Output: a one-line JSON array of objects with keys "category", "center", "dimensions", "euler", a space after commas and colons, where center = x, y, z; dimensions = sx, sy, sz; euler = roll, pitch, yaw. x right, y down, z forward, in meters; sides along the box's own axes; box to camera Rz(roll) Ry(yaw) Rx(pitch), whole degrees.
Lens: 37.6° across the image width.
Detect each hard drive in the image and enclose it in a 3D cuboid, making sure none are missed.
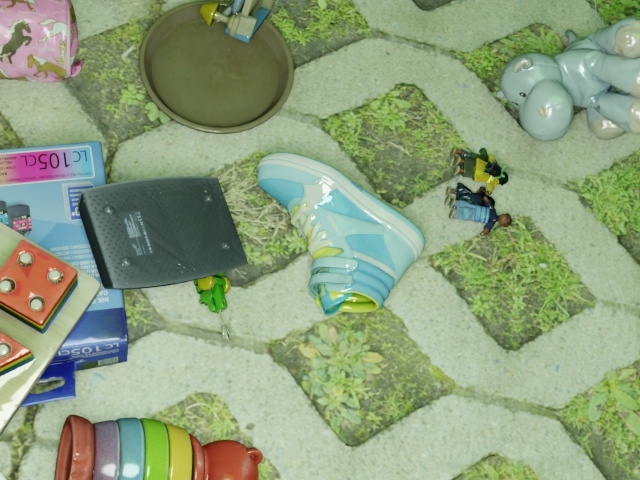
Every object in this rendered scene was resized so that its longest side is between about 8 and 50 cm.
[{"category": "hard drive", "center": [-0.242, -0.010, 1.443], "dimensions": [0.255, 0.054, 0.172], "euler": [-10, 75, -45]}]

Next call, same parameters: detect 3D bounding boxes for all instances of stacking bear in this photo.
[{"category": "stacking bear", "center": [-0.229, 0.341, 1.365], "dimensions": [0.289, 0.175, 0.164], "euler": [9, 24, -20]}]

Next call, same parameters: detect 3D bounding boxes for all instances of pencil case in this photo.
[{"category": "pencil case", "center": [-0.594, -0.342, 1.555], "dimensions": [0.386, 0.167, 0.160], "euler": [-4, 65, -13]}]

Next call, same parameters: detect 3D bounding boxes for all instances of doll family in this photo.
[{"category": "doll family", "center": [0.289, -0.091, 1.693], "dimensions": [0.111, 0.076, 0.193], "euler": [15, 71, -10]}]

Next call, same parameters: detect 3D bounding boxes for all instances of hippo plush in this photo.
[{"category": "hippo plush", "center": [0.461, -0.309, 1.724], "dimensions": [0.237, 0.234, 0.294], "euler": [-13, 72, -17]}]

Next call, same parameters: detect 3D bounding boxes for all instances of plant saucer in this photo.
[{"category": "plant saucer", "center": [-0.187, -0.309, 1.696], "dimensions": [0.278, 0.041, 0.277], "euler": [4, 68, -9]}]

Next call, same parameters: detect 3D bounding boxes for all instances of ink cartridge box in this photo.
[{"category": "ink cartridge box", "center": [-0.443, 0.063, 1.436], "dimensions": [0.270, 0.151, 0.395], "euler": [-8, 72, -14]}]

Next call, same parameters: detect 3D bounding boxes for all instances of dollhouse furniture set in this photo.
[{"category": "dollhouse furniture set", "center": [-0.139, -0.553, 1.642], "dimensions": [0.198, 0.286, 0.303], "euler": [24, 41, -2]}]

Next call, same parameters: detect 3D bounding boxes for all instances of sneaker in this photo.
[{"category": "sneaker", "center": [0.000, 0.000, 1.564], "dimensions": [0.319, 0.127, 0.208], "euler": [30, 64, 2]}]

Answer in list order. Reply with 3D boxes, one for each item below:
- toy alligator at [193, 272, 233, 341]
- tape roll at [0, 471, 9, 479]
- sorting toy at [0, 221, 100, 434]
[{"category": "toy alligator", "center": [-0.181, 0.080, 1.537], "dimensions": [0.051, 0.056, 0.189], "euler": [-20, 69, 26]}, {"category": "tape roll", "center": [-0.545, 0.426, 1.292], "dimensions": [0.286, 0.100, 0.286], "euler": [4, 67, -10]}, {"category": "sorting toy", "center": [-0.480, 0.091, 1.286], "dimensions": [0.257, 0.089, 0.255], "euler": [31, 68, 0]}]
